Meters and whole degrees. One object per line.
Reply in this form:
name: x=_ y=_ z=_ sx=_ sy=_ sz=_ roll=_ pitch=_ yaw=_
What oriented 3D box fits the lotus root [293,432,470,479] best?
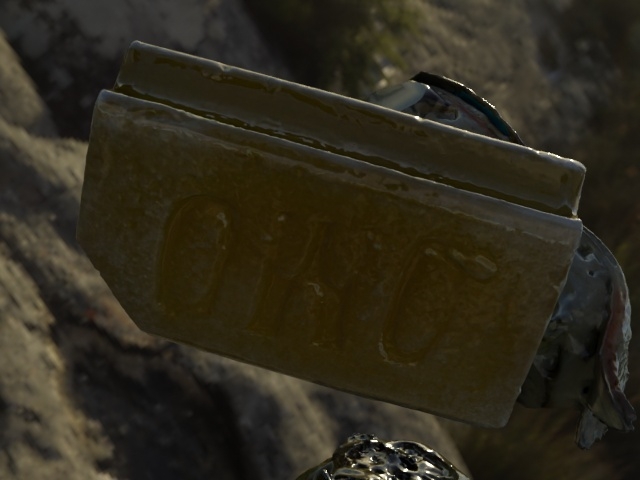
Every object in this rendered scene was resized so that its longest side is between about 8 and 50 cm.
lotus root: x=0.036 y=0.268 z=0.958 sx=0.160 sy=0.275 sz=0.152 roll=-1 pitch=19 yaw=-25

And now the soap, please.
soap: x=0.000 y=0.000 z=0.737 sx=0.232 sy=0.140 sz=0.073 roll=16 pitch=35 yaw=1

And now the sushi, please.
sushi: x=0.109 y=0.004 z=0.858 sx=0.273 sy=0.109 sz=0.134 roll=35 pitch=-25 yaw=42
